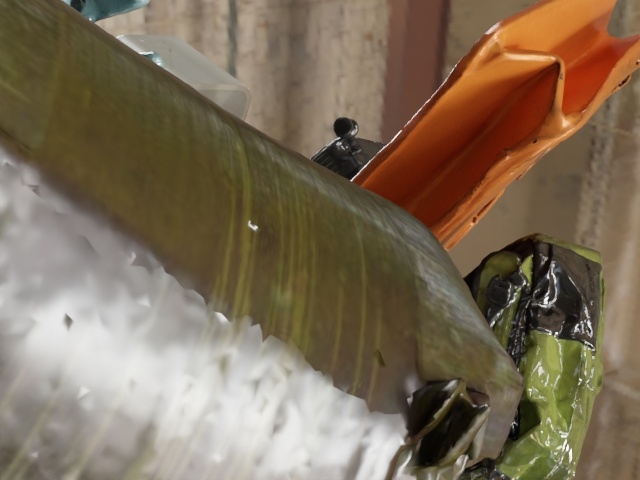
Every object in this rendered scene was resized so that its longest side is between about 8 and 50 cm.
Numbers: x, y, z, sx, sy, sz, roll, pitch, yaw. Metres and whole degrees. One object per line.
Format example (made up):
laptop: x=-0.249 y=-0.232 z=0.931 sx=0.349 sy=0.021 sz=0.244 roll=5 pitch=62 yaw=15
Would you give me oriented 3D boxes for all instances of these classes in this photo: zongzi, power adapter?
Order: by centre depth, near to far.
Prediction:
zongzi: x=-0.201 y=0.084 z=0.493 sx=0.432 sy=0.403 sz=0.207 roll=-44 pitch=-145 yaw=17
power adapter: x=-0.152 y=-0.134 z=1.545 sx=0.205 sy=0.125 sz=0.130 roll=37 pitch=-61 yaw=36

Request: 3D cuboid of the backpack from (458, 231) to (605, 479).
backpack: x=0.173 y=0.125 z=1.267 sx=0.207 sy=0.140 sz=0.253 roll=132 pitch=-27 yaw=-54

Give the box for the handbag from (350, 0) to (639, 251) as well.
handbag: x=0.146 y=-0.077 z=1.354 sx=0.116 sy=0.303 sz=0.410 roll=50 pitch=-47 yaw=6

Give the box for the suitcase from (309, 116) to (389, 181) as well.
suitcase: x=0.000 y=0.000 z=1.865 sx=0.335 sy=0.230 sz=0.152 roll=-40 pitch=-110 yaw=21

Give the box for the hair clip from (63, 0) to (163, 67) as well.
hair clip: x=-0.274 y=-0.090 z=1.221 sx=0.392 sy=0.238 sz=0.318 roll=-3 pitch=-80 yaw=53
